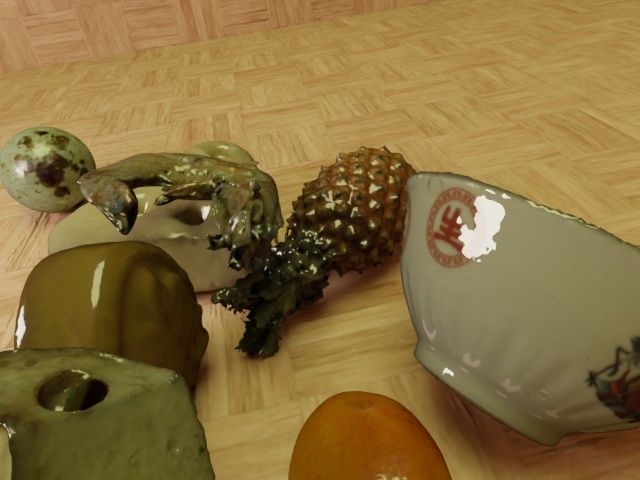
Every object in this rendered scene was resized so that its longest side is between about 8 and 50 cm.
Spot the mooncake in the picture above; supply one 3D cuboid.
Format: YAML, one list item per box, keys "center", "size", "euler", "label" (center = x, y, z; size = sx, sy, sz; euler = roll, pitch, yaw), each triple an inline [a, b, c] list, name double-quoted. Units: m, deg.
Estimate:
- center: [-0.202, 0.105, 0.507]
  size: [0.117, 0.235, 0.235]
  euler: [-3, 35, 8]
  label: "mooncake"

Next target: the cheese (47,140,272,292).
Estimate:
- center: [-0.255, -0.043, 0.800]
  size: [0.328, 0.130, 0.351]
  euler: [-10, 37, -6]
  label: "cheese"

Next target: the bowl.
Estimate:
- center: [0.192, 0.086, 0.469]
  size: [0.337, 0.337, 0.158]
  euler: [32, 90, 42]
  label: "bowl"

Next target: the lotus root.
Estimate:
- center: [-0.176, 0.235, 0.337]
  size: [0.210, 0.314, 0.142]
  euler: [-6, -9, 28]
  label: "lotus root"

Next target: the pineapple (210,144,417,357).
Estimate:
- center: [0.000, 0.000, 0.667]
  size: [0.175, 0.175, 0.361]
  euler: [22, 44, 35]
  label: "pineapple"

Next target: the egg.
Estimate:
- center: [-0.545, -0.143, 0.971]
  size: [0.169, 0.169, 0.231]
  euler: [-29, 31, -27]
  label: "egg"

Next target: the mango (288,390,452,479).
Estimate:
- center: [0.042, 0.218, 0.405]
  size: [0.141, 0.102, 0.217]
  euler: [-17, 33, -2]
  label: "mango"

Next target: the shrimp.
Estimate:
- center: [-0.157, -0.048, 0.586]
  size: [0.246, 0.085, 0.360]
  euler: [0, 24, -26]
  label: "shrimp"
